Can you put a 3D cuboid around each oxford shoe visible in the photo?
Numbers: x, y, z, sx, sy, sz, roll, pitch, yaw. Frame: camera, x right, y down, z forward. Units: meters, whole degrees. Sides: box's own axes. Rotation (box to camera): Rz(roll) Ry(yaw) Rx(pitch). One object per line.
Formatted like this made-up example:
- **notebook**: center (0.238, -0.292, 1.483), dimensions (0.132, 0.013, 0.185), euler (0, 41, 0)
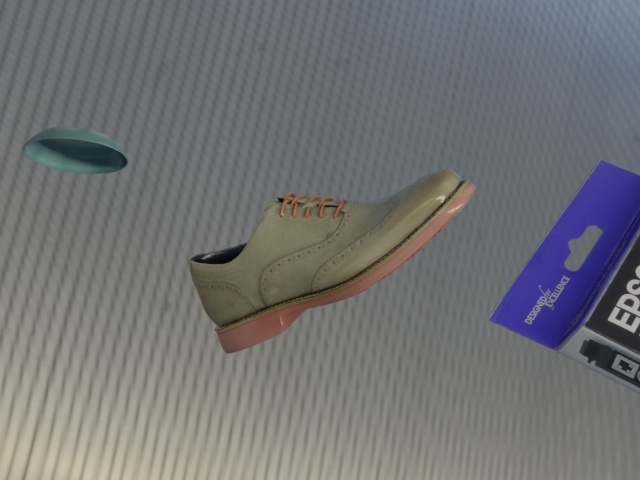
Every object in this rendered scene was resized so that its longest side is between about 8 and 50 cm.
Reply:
- **oxford shoe**: center (0.000, 0.000, 1.483), dimensions (0.147, 0.397, 0.140), euler (58, 22, -5)

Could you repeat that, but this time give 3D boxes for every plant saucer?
- **plant saucer**: center (-0.276, -0.104, 1.376), dimensions (0.119, 0.119, 0.021), euler (17, 68, -40)

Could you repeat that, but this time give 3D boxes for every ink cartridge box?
- **ink cartridge box**: center (0.248, 0.027, 0.812), dimensions (0.206, 0.208, 0.045), euler (-49, 157, -41)
